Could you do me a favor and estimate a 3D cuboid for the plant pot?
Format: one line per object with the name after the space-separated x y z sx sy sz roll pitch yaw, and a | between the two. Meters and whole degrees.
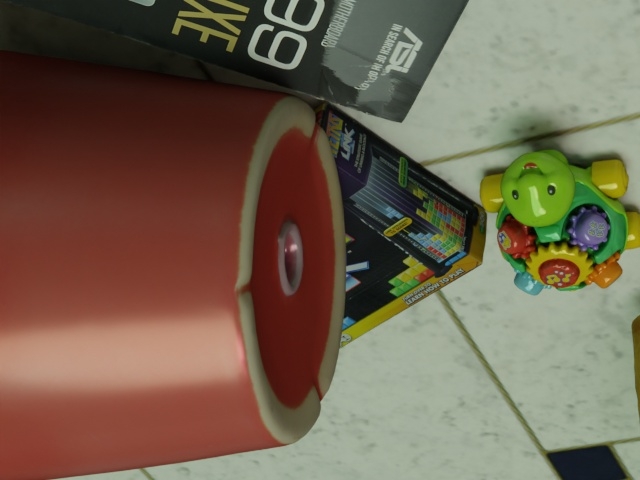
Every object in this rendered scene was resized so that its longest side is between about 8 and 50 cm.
-0.126 0.015 0.976 0.243 0.275 0.275 0 140 16 | plant pot

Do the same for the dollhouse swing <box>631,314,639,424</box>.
0.373 0.213 1.070 0.305 0.347 0.315 24 139 -31 | dollhouse swing

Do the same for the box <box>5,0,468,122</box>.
-0.017 -0.211 0.839 0.242 0.076 0.307 17 140 -10 | box

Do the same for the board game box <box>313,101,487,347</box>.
0.000 0.000 1.115 0.141 0.048 0.170 31 136 -26 | board game box

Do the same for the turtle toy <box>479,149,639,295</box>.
0.144 -0.011 1.055 0.095 0.066 0.130 -7 138 20 | turtle toy
